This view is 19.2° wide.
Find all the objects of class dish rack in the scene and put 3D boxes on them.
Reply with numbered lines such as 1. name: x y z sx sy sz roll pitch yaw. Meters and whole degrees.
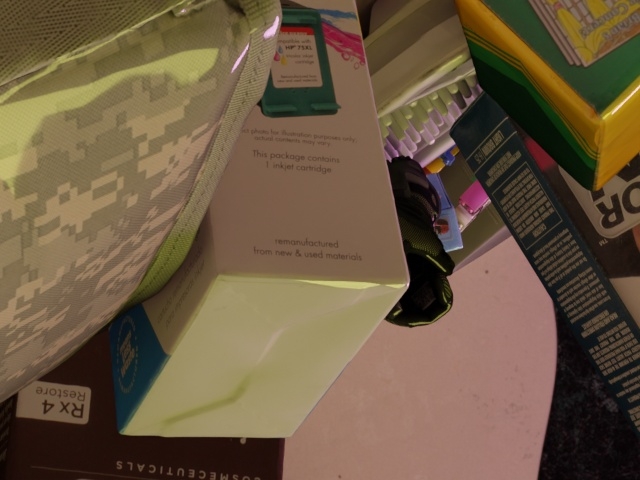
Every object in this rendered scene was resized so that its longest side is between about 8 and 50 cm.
1. dish rack: 0.054 -0.101 1.294 0.333 0.072 0.285 -37 172 39

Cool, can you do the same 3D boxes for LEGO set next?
1. LEGO set: 0.119 -0.055 1.803 0.093 0.087 0.227 -46 175 -8

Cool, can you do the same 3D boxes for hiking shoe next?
1. hiking shoe: 0.043 0.009 1.273 0.086 0.114 0.227 -32 173 17

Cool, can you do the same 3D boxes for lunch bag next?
1. lunch bag: -0.161 -0.016 0.589 0.235 0.169 0.287 -28 177 -27

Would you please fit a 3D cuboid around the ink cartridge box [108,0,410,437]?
1. ink cartridge box: -0.040 -0.052 0.760 0.078 0.231 0.134 3 148 -22

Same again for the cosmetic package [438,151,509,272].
1. cosmetic package: 0.195 -0.062 2.037 0.127 0.107 0.238 -31 170 -28

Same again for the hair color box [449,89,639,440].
1. hair color box: 0.255 0.019 1.270 0.174 0.347 0.105 -29 174 -17

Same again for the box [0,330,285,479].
1. box: -0.119 0.100 1.196 0.168 0.203 0.167 9 160 -15

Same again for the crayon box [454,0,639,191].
1. crayon box: 0.232 -0.198 0.959 0.363 0.106 0.313 -45 171 2

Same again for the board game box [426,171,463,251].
1. board game box: 0.000 0.000 1.489 0.211 0.039 0.160 -15 -169 3
